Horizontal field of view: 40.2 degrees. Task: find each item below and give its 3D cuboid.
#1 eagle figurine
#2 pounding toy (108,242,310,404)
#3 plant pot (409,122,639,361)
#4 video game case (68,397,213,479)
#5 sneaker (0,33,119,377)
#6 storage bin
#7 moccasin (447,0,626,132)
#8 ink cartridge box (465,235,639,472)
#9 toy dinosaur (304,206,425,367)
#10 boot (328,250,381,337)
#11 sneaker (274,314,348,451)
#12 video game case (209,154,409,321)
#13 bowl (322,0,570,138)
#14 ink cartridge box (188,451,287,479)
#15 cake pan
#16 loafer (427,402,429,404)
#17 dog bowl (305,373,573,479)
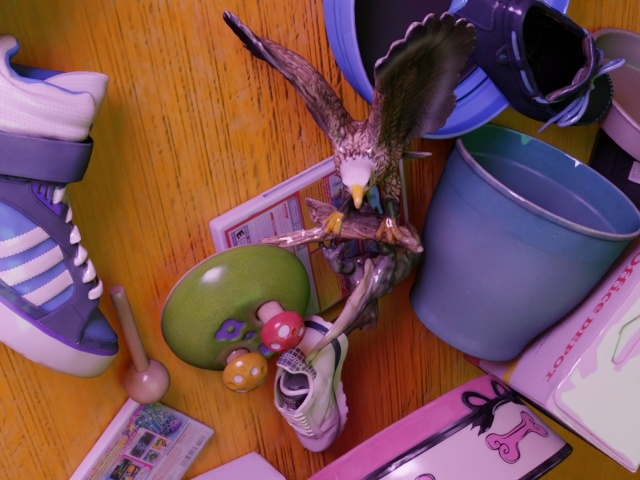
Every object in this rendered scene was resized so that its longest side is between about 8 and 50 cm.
[{"bbox_3d":[0.040,-0.121,0.925,0.226,0.225,0.298,-21,125,-19],"label":"eagle figurine"},{"bbox_3d":[-0.101,0.112,0.980,0.237,0.110,0.183,-17,136,-21],"label":"pounding toy"},{"bbox_3d":[0.254,0.015,1.206,0.271,0.271,0.255,-3,129,-41],"label":"plant pot"},{"bbox_3d":[-0.222,0.272,1.068,0.157,0.019,0.143,-54,136,-4],"label":"video game case"},{"bbox_3d":[-0.242,-0.034,0.800,0.236,0.130,0.323,-49,130,-5],"label":"sneaker"},{"bbox_3d":[0.541,-0.113,1.435,0.084,0.180,0.122,-4,115,-40],"label":"storage bin"},{"bbox_3d":[0.283,-0.208,1.083,0.342,0.117,0.138,14,102,-46],"label":"moccasin"},{"bbox_3d":[0.401,0.139,1.287,0.160,0.384,0.279,37,89,-6],"label":"ink cartridge box"},{"bbox_3d":[0.058,0.032,1.078,0.268,0.064,0.118,-42,128,-36],"label":"toy dinosaur"},{"bbox_3d":[0.037,0.069,1.146,0.106,0.037,0.114,-13,117,-37],"label":"boot"},{"bbox_3d":[-0.022,0.204,1.136,0.095,0.090,0.235,-49,147,-41],"label":"sneaker"},{"bbox_3d":[0.000,0.000,1.117,0.285,0.025,0.204,-30,129,-27],"label":"video game case"},{"bbox_3d":[0.163,-0.320,1.054,0.391,0.077,0.391,-21,124,-33],"label":"bowl"},{"bbox_3d":[-0.127,0.411,1.180,0.153,0.087,0.208,-15,121,-37],"label":"ink cartridge box"},{"bbox_3d":[0.507,-0.200,1.312,0.293,0.293,0.054,-11,150,-38],"label":"cake pan"},{"bbox_3d":[0.244,0.305,1.469,0.223,0.076,0.078,8,114,-41],"label":"loafer"},{"bbox_3d":[0.134,0.333,1.214,0.408,0.150,0.408,-28,163,-9],"label":"dog bowl"}]
